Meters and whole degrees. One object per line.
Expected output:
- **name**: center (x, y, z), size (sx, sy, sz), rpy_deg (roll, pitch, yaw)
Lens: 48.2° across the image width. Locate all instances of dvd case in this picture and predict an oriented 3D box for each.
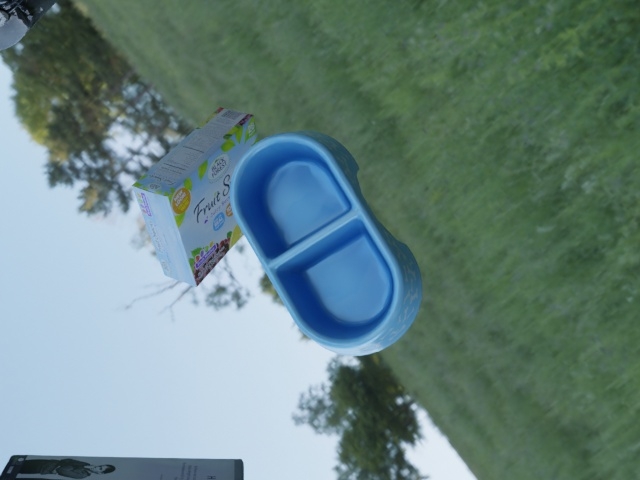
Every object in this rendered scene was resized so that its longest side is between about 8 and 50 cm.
- **dvd case**: center (-0.191, 0.259, 0.668), size (0.239, 0.029, 0.179), rpy_deg (4, -167, -7)

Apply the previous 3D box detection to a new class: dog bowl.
- **dog bowl**: center (0.000, 0.000, 0.851), size (0.297, 0.166, 0.074), rpy_deg (59, -170, 8)

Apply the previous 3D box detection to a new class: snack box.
- **snack box**: center (-0.164, -0.066, 1.048), size (0.070, 0.207, 0.174), rpy_deg (16, 137, 25)

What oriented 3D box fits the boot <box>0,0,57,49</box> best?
- **boot**: center (-0.623, -0.389, 1.046), size (0.146, 0.367, 0.445), rpy_deg (62, 180, 3)
